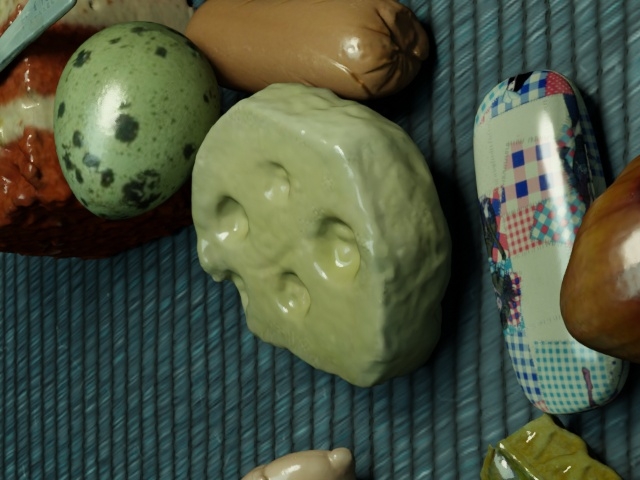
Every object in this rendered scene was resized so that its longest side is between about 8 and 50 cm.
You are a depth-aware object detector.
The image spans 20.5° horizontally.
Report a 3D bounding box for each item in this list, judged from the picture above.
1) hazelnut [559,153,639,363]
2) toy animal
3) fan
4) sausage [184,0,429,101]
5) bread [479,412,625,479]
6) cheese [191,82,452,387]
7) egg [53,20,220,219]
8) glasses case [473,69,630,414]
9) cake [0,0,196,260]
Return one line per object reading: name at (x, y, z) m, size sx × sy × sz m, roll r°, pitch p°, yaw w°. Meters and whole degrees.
hazelnut at (0.307, 0.020, 1.504) m, size 0.186 × 0.210 × 0.210 m, roll 15°, pitch 102°, yaw 13°
toy animal at (-0.020, 0.326, 1.850) m, size 0.171 × 0.171 × 0.197 m, roll -33°, pitch 45°, yaw 42°
fan at (-0.356, -0.201, 1.947) m, size 0.282 × 0.023 × 0.057 m, roll -39°, pitch 63°, yaw 30°
sausage at (-0.016, -0.210, 1.894) m, size 0.304 × 0.121 × 0.121 m, roll 11°, pitch 96°, yaw 47°
bread at (0.256, 0.270, 1.604) m, size 0.269 × 0.098 × 0.087 m, roll 47°, pitch 163°, yaw 38°
cheese at (0.000, 0.000, 1.822) m, size 0.318 × 0.115 × 0.326 m, roll -36°, pitch 78°, yaw 52°
egg at (-0.200, -0.126, 1.895) m, size 0.177 × 0.177 × 0.228 m, roll -15°, pitch 54°, yaw 46°
glasses case at (0.216, 0.000, 1.665) m, size 0.125 × 0.076 × 0.327 m, roll -23°, pitch 72°, yaw 48°
cake at (-0.313, -0.155, 2.110) m, size 0.269 × 0.270 × 0.319 m, roll -19°, pitch 73°, yaw 45°
